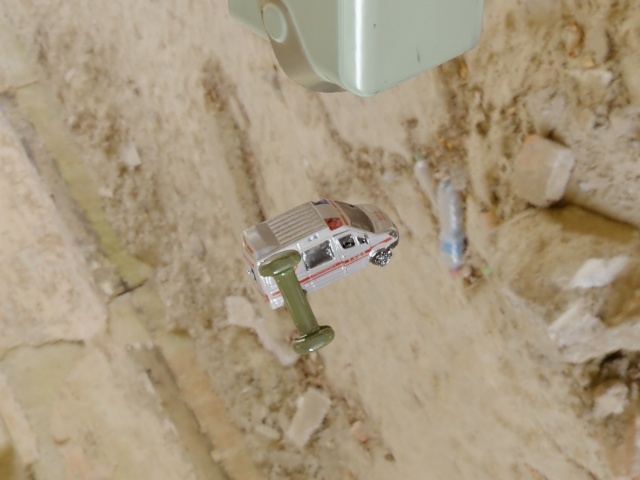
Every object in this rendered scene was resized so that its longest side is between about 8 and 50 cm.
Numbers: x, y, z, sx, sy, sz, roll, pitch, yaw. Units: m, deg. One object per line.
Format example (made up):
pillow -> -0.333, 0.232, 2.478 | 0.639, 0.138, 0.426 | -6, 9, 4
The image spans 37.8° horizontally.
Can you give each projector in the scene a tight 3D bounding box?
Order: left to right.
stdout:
projector -> 0.024, -0.238, 0.716 | 0.177, 0.163, 0.242 | 38, 146, 38

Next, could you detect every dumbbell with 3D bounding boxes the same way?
dumbbell -> -0.027, 0.069, 1.052 | 0.118, 0.052, 0.046 | 67, 166, -5

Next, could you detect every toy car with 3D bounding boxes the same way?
toy car -> 0.000, 0.000, 1.229 | 0.089, 0.209, 0.108 | -123, 13, -47
